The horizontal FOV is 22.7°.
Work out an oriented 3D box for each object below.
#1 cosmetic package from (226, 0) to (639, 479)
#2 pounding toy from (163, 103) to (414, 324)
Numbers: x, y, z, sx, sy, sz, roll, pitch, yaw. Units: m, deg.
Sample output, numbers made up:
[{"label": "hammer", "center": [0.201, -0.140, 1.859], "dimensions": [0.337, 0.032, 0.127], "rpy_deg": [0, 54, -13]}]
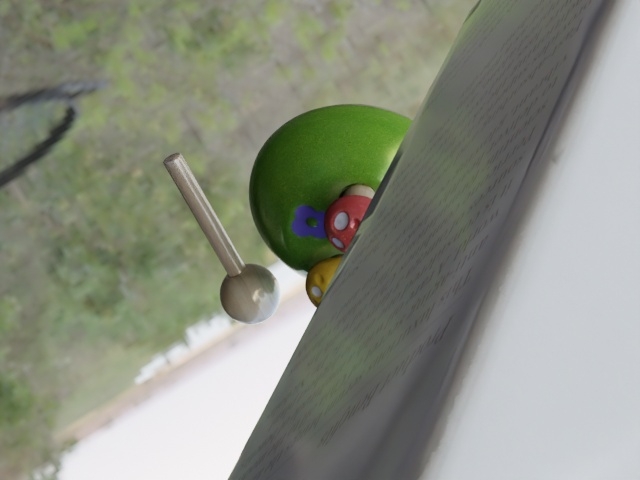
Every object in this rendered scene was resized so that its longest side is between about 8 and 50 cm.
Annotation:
[{"label": "cosmetic package", "center": [0.102, 0.028, 0.549], "dimensions": [0.230, 0.161, 0.453], "rpy_deg": [-49, -171, 51]}, {"label": "pounding toy", "center": [0.000, 0.000, 1.280], "dimensions": [0.237, 0.183, 0.110], "rpy_deg": [-13, -146, 19]}]
